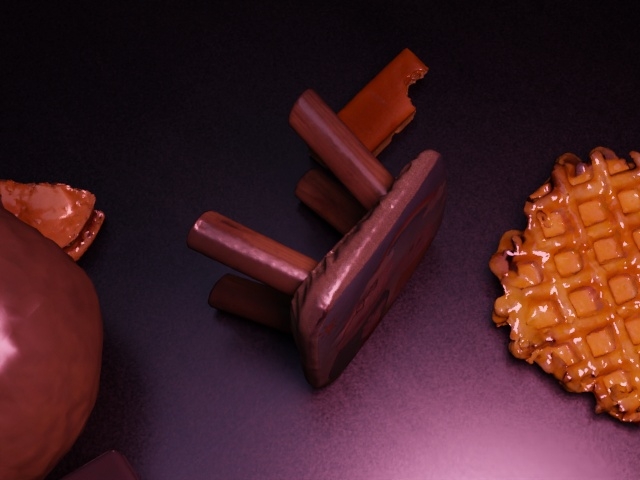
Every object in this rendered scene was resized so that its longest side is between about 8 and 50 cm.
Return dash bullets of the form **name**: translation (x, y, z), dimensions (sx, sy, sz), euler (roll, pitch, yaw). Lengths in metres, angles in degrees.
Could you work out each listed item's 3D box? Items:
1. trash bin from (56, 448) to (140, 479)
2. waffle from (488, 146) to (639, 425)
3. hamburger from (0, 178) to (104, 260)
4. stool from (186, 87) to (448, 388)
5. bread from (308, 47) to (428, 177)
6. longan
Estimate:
- **trash bin**: translation (-0.333, 0.420, 1.531), dimensions (0.290, 0.182, 0.209), euler (-33, 65, -16)
- **waffle**: translation (0.436, 0.063, 1.687), dimensions (0.382, 0.095, 0.380), euler (29, 73, 10)
- **hamburger**: translation (-0.458, -0.026, 1.740), dimensions (0.262, 0.124, 0.131), euler (6, 69, 6)
- **stool**: translation (0.000, 0.000, 1.613), dimensions (0.226, 0.310, 0.310), euler (32, 70, 14)
- **bread**: translation (0.084, -0.188, 1.823), dimensions (0.088, 0.049, 0.226), euler (42, 75, 16)
- **longan**: translation (-0.473, 0.118, 1.513), dimensions (0.404, 0.404, 0.436), euler (-25, 42, -7)
